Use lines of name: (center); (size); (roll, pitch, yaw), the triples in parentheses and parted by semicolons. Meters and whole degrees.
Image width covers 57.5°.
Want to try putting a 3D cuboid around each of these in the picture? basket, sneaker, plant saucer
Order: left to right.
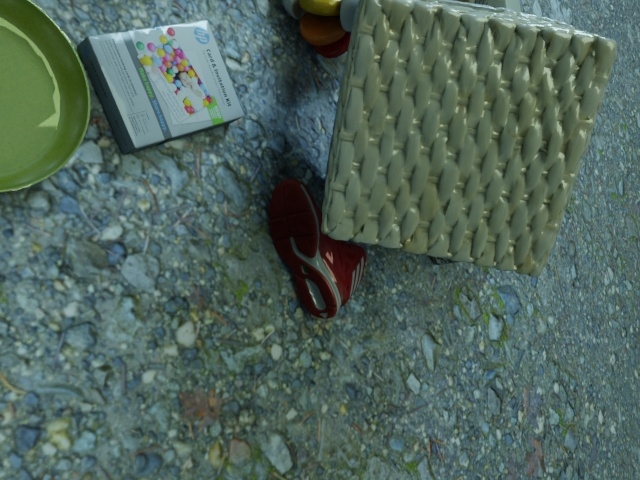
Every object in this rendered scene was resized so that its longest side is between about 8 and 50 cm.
plant saucer: (-0.371, -0.165, 0.619); (0.241, 0.037, 0.240); (11, 74, -41)
sneaker: (0.000, 0.000, 0.921); (0.128, 0.087, 0.221); (-33, 113, -54)
basket: (0.182, -0.163, 0.818); (0.266, 0.329, 0.331); (-78, 179, -69)

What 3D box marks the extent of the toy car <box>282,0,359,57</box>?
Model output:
toy car: (0.034, -0.381, 0.984); (0.182, 0.159, 0.136); (-42, 145, -40)

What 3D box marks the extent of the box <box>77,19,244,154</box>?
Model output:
box: (-0.205, -0.209, 0.782); (0.186, 0.038, 0.145); (-29, 102, -44)

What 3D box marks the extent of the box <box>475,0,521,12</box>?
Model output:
box: (0.358, -0.499, 1.245); (0.094, 0.113, 0.274); (-25, 104, -52)

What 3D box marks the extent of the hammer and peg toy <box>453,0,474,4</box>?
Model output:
hammer and peg toy: (0.163, -0.530, 1.061); (0.265, 0.128, 0.361); (-60, 137, -40)

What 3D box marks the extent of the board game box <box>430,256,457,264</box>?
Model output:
board game box: (0.250, -0.139, 1.123); (0.291, 0.141, 0.232); (54, 51, -22)
